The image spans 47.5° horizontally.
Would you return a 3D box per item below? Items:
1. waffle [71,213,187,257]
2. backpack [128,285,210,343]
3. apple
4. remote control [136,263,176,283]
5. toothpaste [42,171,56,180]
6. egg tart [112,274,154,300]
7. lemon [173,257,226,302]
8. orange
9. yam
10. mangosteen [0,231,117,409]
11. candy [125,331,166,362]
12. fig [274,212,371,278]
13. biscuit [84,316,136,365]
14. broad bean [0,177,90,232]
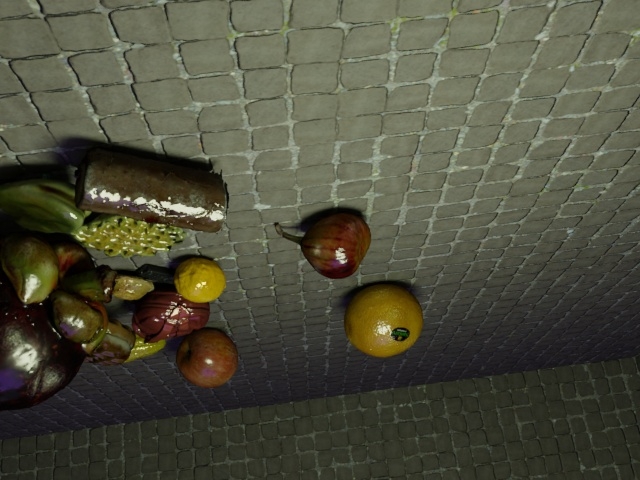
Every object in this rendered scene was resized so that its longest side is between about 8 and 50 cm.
[{"bbox_3d":[-0.408,-0.018,1.578,0.223,0.054,0.204,-11,157,12],"label":"waffle"},{"bbox_3d":[-0.400,0.195,1.956,0.229,0.139,0.229,-3,160,-1],"label":"backpack"},{"bbox_3d":[-0.365,0.375,2.327,0.188,0.188,0.174,-26,146,35],"label":"apple"},{"bbox_3d":[-0.363,0.100,1.900,0.063,0.025,0.245,-25,152,36],"label":"remote control"},{"bbox_3d":[-0.512,-0.102,1.393,0.017,0.020,0.083,-4,156,-4],"label":"toothpaste"},{"bbox_3d":[-0.487,0.120,1.844,0.129,0.049,0.129,5,161,2],"label":"egg tart"},{"bbox_3d":[-0.297,0.099,1.810,0.114,0.114,0.155,-21,161,26],"label":"lemon"},{"bbox_3d":[0.185,0.235,2.150,0.236,0.236,0.236,-7,157,-3],"label":"orange"},{"bbox_3d":[-0.310,-0.093,1.353,0.280,0.131,0.131,10,151,-32],"label":"yam"},{"bbox_3d":[-0.649,0.171,1.535,0.421,0.381,0.381,-22,153,30],"label":"mangosteen"},{"bbox_3d":[-0.584,0.329,2.273,0.199,0.094,0.106,-9,157,-16],"label":"candy"},{"bbox_3d":[0.021,0.019,1.674,0.202,0.149,0.148,-22,136,10],"label":"fig"},{"bbox_3d":[-0.666,0.256,1.978,0.332,0.103,0.332,10,158,4],"label":"biscuit"},{"bbox_3d":[-0.533,-0.064,1.367,0.207,0.072,0.153,-1,143,20],"label":"broad bean"}]
